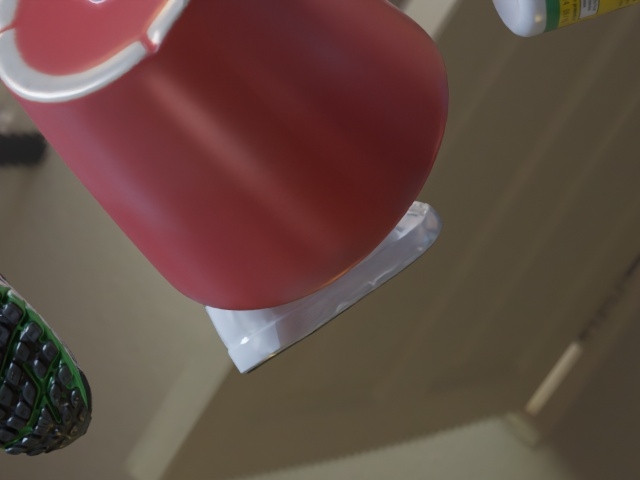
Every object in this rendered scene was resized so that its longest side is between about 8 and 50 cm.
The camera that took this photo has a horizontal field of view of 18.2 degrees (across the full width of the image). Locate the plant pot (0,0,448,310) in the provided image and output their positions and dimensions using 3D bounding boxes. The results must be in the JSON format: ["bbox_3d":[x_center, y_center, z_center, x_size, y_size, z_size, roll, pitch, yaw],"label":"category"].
[{"bbox_3d":[-0.084,-0.121,1.429,0.243,0.275,0.275,41,-168,-44],"label":"plant pot"}]

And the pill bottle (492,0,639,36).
[{"bbox_3d":[0.213,-0.220,1.340,0.208,0.117,0.117,-18,-141,-5],"label":"pill bottle"}]

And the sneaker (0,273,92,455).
[{"bbox_3d":[-0.315,0.037,1.708,0.343,0.134,0.146,47,-158,2],"label":"sneaker"}]

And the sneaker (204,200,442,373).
[{"bbox_3d":[0.000,0.000,1.671,0.123,0.106,0.290,56,-143,2],"label":"sneaker"}]
